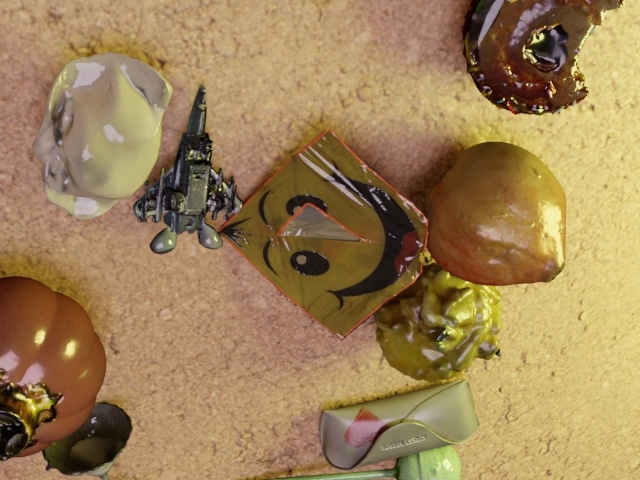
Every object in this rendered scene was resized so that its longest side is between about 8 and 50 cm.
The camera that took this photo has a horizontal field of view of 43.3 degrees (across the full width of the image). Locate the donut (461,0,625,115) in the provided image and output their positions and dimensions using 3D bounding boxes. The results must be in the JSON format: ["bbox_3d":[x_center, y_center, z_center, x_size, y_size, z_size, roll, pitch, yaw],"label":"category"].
[{"bbox_3d":[0.295,-0.290,1.115,0.216,0.096,0.230,-3,123,-7],"label":"donut"}]

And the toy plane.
[{"bbox_3d":[-0.178,-0.098,1.152,0.169,0.078,0.246,-3,123,-31],"label":"toy plane"}]

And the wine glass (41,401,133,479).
[{"bbox_3d":[-0.380,0.414,1.417,0.156,0.156,0.232,-10,129,-5],"label":"wine glass"}]

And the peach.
[{"bbox_3d":[0.270,-0.026,1.208,0.233,0.232,0.232,-5,124,-8],"label":"peach"}]

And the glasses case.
[{"bbox_3d":[0.151,0.346,1.510,0.308,0.083,0.128,-13,125,-4],"label":"glasses case"}]

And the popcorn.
[{"bbox_3d":[0.190,0.131,1.325,0.218,0.169,0.189,-40,123,7],"label":"popcorn"}]

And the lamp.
[{"bbox_3d":[-0.473,0.202,1.191,0.306,0.239,0.305,-6,124,-9],"label":"lamp"}]

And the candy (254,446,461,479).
[{"bbox_3d":[0.054,0.462,1.572,0.440,0.119,0.119,-6,124,1],"label":"candy"}]

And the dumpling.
[{"bbox_3d":[-0.294,-0.135,1.072,0.163,0.132,0.250,19,117,-26],"label":"dumpling"}]

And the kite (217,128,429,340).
[{"bbox_3d":[-0.001,0.001,1.231,0.328,0.013,0.377,5,123,8],"label":"kite"}]
